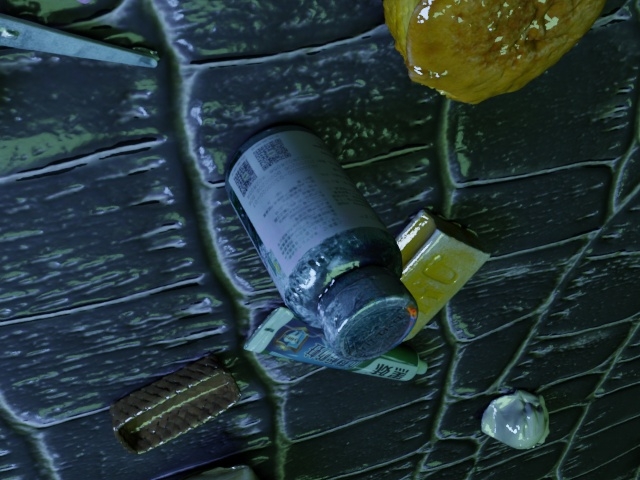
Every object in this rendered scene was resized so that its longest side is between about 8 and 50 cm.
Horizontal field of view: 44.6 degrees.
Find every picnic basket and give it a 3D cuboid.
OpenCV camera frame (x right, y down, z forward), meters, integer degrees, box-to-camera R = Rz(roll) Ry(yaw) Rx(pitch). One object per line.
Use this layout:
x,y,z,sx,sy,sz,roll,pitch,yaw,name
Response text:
-0.221,0.247,1.185,0.194,0.054,0.110,-25,138,-8,picnic basket

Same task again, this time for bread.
0.198,-0.273,0.868,0.269,0.145,0.268,-18,142,-15,bread

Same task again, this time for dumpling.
0.441,0.394,1.725,0.188,0.108,0.127,12,101,-20,dumpling

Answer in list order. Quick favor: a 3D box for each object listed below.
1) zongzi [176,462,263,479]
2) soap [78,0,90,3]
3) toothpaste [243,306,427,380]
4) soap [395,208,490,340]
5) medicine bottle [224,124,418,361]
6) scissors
-0.240,0.553,1.407,0.393,0.174,0.356,-22,146,3,zongzi
-0.253,-0.290,0.622,0.203,0.065,0.122,17,120,-41,soap
0.050,0.181,1.286,0.392,0.061,0.098,19,121,-41,toothpaste
0.140,0.068,1.222,0.140,0.073,0.232,22,117,-39,soap
0.000,0.000,0.895,0.142,0.293,0.141,-17,137,-17,medicine bottle
-0.303,-0.195,0.700,0.360,0.029,0.191,0,149,-42,scissors
